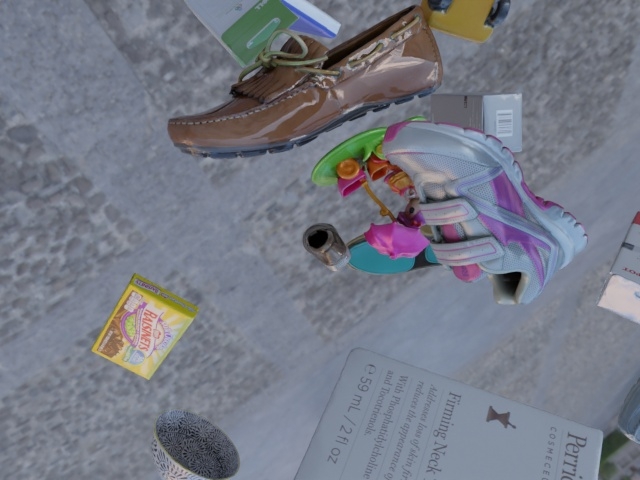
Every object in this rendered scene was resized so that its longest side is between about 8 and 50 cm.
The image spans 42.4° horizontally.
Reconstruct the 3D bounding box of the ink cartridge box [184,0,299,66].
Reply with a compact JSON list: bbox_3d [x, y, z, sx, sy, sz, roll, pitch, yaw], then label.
[{"bbox_3d":[-0.116,-0.344,1.278,0.109,0.209,0.062,-41,148,1],"label":"ink cartridge box"}]

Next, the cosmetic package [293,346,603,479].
[{"bbox_3d":[0.162,0.428,1.226,0.329,0.394,0.327,-62,165,-45],"label":"cosmetic package"}]

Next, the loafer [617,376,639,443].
[{"bbox_3d":[0.551,0.189,1.153,0.112,0.111,0.319,14,125,-36],"label":"loafer"}]

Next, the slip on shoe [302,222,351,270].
[{"bbox_3d":[0.000,0.000,1.125,0.051,0.135,0.041,-44,115,4],"label":"slip on shoe"}]

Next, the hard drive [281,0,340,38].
[{"bbox_3d":[-0.136,-0.497,1.635,0.319,0.210,0.040,21,95,-44],"label":"hard drive"}]

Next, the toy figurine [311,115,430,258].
[{"bbox_3d":[0.100,-0.056,1.075,0.173,0.159,0.130,-27,164,-6],"label":"toy figurine"}]

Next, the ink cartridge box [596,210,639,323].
[{"bbox_3d":[0.388,0.038,0.952,0.135,0.099,0.056,-46,155,-43],"label":"ink cartridge box"}]

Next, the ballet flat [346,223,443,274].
[{"bbox_3d":[0.144,0.006,1.259,0.232,0.073,0.080,-2,122,-7],"label":"ballet flat"}]

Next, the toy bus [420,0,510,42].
[{"bbox_3d":[0.231,-0.444,1.106,0.108,0.130,0.332,8,122,-25],"label":"toy bus"}]

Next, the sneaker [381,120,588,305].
[{"bbox_3d":[0.154,-0.021,0.814,0.111,0.252,0.103,-60,-160,-16],"label":"sneaker"}]

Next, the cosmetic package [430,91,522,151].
[{"bbox_3d":[0.331,-0.256,1.776,0.107,0.127,0.238,-8,-169,-21],"label":"cosmetic package"}]

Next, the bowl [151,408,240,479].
[{"bbox_3d":[-0.231,0.378,1.426,0.080,0.170,0.170,-56,153,15],"label":"bowl"}]

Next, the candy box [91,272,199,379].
[{"bbox_3d":[-0.264,0.132,1.225,0.206,0.105,0.027,-51,-164,45],"label":"candy box"}]

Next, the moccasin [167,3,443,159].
[{"bbox_3d":[-0.017,-0.205,1.049,0.380,0.139,0.147,-22,110,-14],"label":"moccasin"}]
